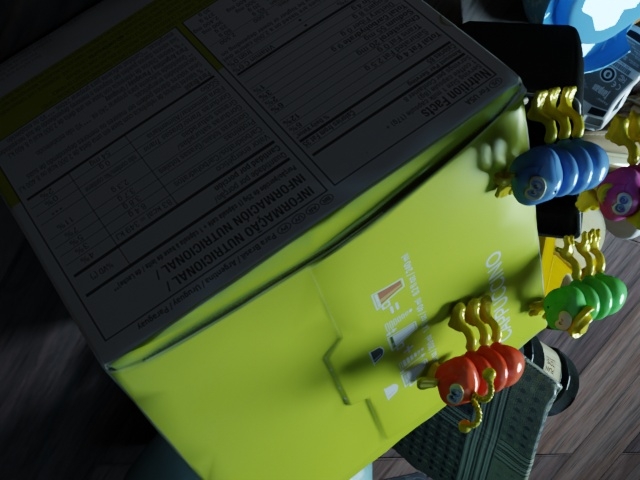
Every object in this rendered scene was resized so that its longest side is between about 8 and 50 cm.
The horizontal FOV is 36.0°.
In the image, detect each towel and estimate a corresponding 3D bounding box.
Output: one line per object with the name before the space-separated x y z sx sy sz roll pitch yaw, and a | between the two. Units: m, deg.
towel | 0.137 0.180 1.204 0.056 0.312 0.324 -38 149 -32

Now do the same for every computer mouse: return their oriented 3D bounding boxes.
computer mouse | 0.332 -0.172 1.196 0.193 0.106 0.042 -55 167 16

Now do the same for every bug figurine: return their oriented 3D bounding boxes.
bug figurine | 0.180 0.016 0.744 0.216 0.072 0.279 -17 136 -34

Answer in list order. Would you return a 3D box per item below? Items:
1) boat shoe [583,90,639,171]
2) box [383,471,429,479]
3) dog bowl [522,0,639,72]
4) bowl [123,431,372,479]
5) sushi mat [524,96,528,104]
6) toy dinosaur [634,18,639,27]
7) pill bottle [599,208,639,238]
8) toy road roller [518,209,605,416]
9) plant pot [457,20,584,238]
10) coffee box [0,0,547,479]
boat shoe | 0.430 -0.150 1.343 0.341 0.121 0.110 -7 96 -37
box | 0.169 0.548 1.650 0.143 0.270 0.165 1 126 -43
dog bowl | 0.354 -0.313 1.091 0.297 0.074 0.166 -35 139 5
bowl | -0.065 0.266 1.143 0.311 0.311 0.163 -2 120 -41
sushi mat | 0.134 -0.068 1.217 0.316 0.019 0.151 -26 139 -21
toy dinosaur | 0.395 -0.293 1.191 0.211 0.064 0.112 -48 142 8
pill bottle | 0.505 -0.073 1.483 0.169 0.094 0.094 -23 139 -24
toy road roller | 0.220 0.066 1.309 0.202 0.240 0.330 31 72 -54
plant pot | 0.197 -0.132 1.049 0.188 0.187 0.167 76 31 -42
coffee box | -0.044 -0.015 0.844 0.338 0.334 0.338 -35 143 -10
